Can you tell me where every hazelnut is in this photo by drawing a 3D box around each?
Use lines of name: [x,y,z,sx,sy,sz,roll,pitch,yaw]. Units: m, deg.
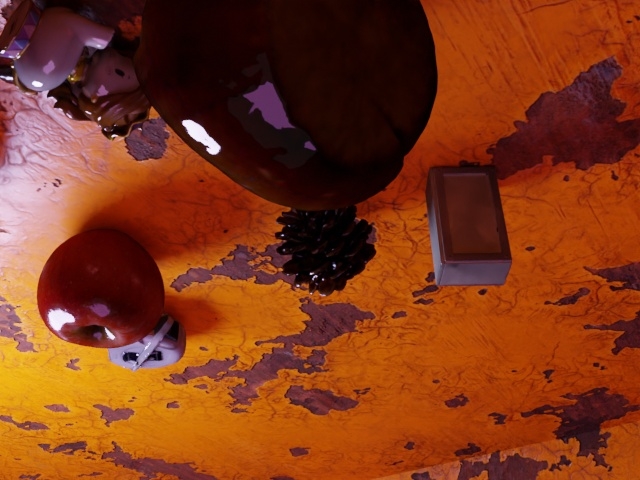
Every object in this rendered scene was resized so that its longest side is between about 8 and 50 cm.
hazelnut: [-0.041,-0.253,1.224,0.429,0.402,0.402,23,138,-33]

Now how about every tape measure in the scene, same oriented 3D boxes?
tape measure: [-0.424,0.241,2.114,0.197,0.120,0.236,1,149,-7]

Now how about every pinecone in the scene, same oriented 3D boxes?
pinecone: [0.000,0.000,1.724,0.207,0.208,0.208,-1,145,-1]

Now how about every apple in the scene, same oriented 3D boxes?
apple: [-0.459,0.104,1.826,0.260,0.217,0.260,-1,147,-1]

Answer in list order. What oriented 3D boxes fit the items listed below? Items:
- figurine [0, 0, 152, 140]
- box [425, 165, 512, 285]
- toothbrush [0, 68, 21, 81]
figurine: [-0.367,-0.263,1.369,0.189,0.142,0.263,-31,134,33]
box: [0.276,-0.030,1.655,0.129,0.225,0.086,-1,145,-2]
toothbrush: [-0.492,-0.272,1.451,0.297,0.031,0.030,2,169,-7]
